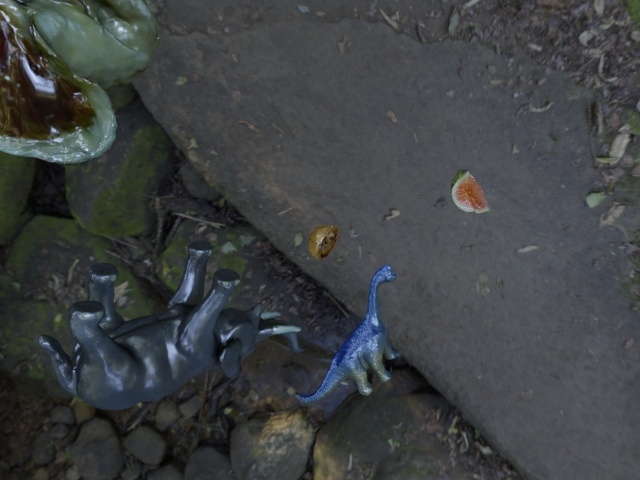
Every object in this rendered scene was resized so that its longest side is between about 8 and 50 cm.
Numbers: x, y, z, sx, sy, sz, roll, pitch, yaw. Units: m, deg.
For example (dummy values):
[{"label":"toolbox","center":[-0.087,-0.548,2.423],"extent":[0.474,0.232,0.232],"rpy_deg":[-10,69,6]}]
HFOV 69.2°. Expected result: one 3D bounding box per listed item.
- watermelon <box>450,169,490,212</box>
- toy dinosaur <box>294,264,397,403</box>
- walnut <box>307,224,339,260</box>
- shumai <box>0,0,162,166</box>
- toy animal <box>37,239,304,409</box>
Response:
[{"label":"watermelon","center":[0.401,-0.129,1.300],"extent":[0.069,0.087,0.163],"rpy_deg":[-43,121,-2]},{"label":"toy dinosaur","center":[0.044,0.171,0.787],"extent":[0.248,0.075,0.188],"rpy_deg":[-26,110,-1]},{"label":"walnut","center":[0.000,0.000,1.125],"extent":[0.052,0.121,0.091],"rpy_deg":[24,105,19]},{"label":"shumai","center":[-0.435,-0.260,0.704],"extent":[0.330,0.292,0.288],"rpy_deg":[5,89,16]},{"label":"toy animal","center":[-0.114,0.077,0.443],"extent":[0.082,0.270,0.137],"rpy_deg":[34,119,44]}]
